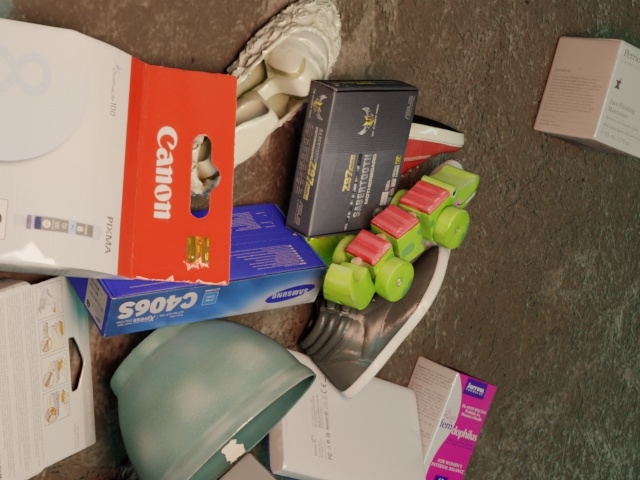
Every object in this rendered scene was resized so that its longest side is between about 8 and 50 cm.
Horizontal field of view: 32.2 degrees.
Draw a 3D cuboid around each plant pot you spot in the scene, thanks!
[{"bbox_3d":[-0.177,0.222,1.601,0.293,0.293,0.196,-39,78,-21],"label":"plant pot"}]

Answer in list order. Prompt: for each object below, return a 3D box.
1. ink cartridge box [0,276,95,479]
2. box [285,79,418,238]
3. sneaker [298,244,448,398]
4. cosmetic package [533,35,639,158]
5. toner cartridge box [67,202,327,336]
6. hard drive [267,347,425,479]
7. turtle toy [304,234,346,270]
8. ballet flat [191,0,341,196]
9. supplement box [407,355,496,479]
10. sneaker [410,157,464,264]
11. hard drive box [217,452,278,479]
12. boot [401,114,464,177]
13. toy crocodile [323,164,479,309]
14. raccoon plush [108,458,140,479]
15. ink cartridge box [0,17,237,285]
[{"bbox_3d":[-0.414,0.188,1.528,0.239,0.060,0.275,-21,112,-62],"label":"ink cartridge box"},{"bbox_3d":[0.048,-0.126,1.676,0.183,0.059,0.233,-7,115,-43],"label":"box"},{"bbox_3d":[0.081,0.100,1.809,0.147,0.104,0.296,38,87,-10],"label":"sneaker"},{"bbox_3d":[0.514,-0.263,2.026,0.151,0.151,0.184,13,94,-38],"label":"cosmetic package"},{"bbox_3d":[-0.179,0.035,1.595,0.347,0.165,0.075,-7,132,-34],"label":"toner cartridge box"},{"bbox_3d":[0.044,0.313,1.840,0.318,0.040,0.210,22,50,-37],"label":"hard drive"},{"bbox_3d":[0.000,0.000,1.778,0.130,0.066,0.095,-38,131,-2],"label":"turtle toy"},{"bbox_3d":[-0.082,-0.204,1.637,0.409,0.147,0.147,-47,123,-17],"label":"ballet flat"},{"bbox_3d":[0.208,0.335,1.987,0.111,0.114,0.220,22,87,-36],"label":"supplement box"},{"bbox_3d":[0.194,-0.028,1.884,0.095,0.090,0.235,-60,172,-57],"label":"sneaker"},{"bbox_3d":[-0.160,0.463,1.723,0.232,0.089,0.181,-42,157,-19],"label":"hard drive box"},{"bbox_3d":[0.126,-0.118,1.841,0.244,0.088,0.176,-2,111,-36],"label":"boot"},{"bbox_3d":[0.122,-0.012,1.676,0.340,0.115,0.105,-41,140,-28],"label":"toy crocodile"},{"bbox_3d":[-0.336,0.444,1.515,0.446,0.299,0.216,-42,121,-20],"label":"raccoon plush"},{"bbox_3d":[-0.287,-0.107,1.434,0.385,0.091,0.308,5,79,-20],"label":"ink cartridge box"}]
